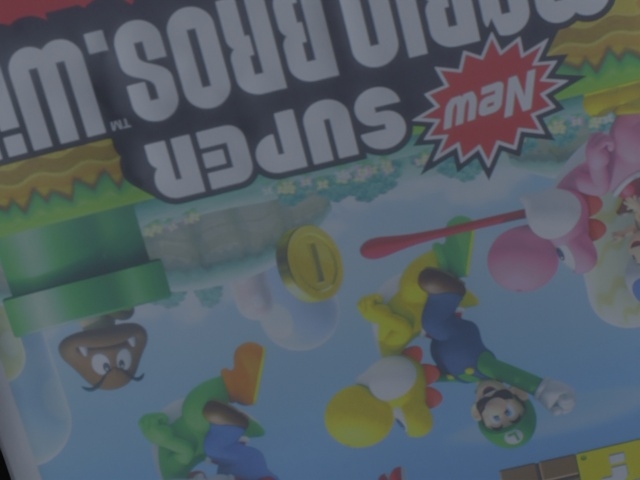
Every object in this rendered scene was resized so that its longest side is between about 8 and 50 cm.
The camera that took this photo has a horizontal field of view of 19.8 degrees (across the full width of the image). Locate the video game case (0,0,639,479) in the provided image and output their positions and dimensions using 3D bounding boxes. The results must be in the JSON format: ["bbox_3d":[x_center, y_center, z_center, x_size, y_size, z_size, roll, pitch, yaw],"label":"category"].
[{"bbox_3d":[0.000,0.000,0.504,0.025,0.204,0.285,-100,176,-68],"label":"video game case"}]
